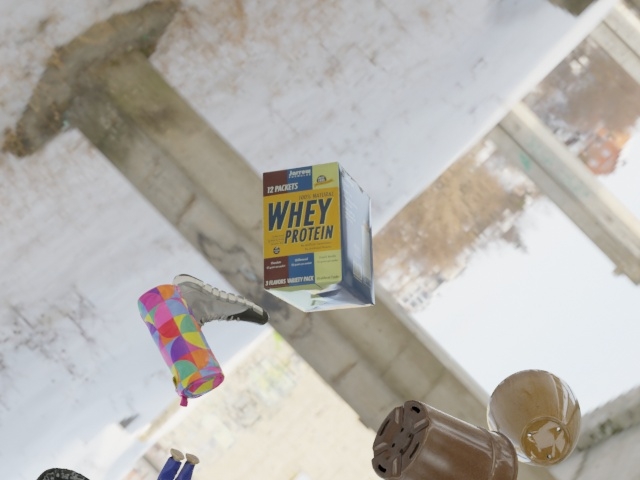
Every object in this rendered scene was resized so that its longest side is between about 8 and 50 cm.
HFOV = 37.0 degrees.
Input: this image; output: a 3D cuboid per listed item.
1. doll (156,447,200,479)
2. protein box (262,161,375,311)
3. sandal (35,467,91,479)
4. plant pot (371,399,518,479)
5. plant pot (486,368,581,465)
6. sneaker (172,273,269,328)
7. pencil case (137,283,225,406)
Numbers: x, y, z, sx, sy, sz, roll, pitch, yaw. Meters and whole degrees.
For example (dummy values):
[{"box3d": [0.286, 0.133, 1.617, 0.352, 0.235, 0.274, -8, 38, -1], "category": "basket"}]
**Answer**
[{"box3d": [-0.303, 0.510, 1.890, 0.046, 0.129, 0.189, 29, -88, 54], "category": "doll"}, {"box3d": [0.000, 0.000, 1.626, 0.136, 0.201, 0.200, -7, 163, 18], "category": "protein box"}, {"box3d": [-0.336, 0.489, 1.297, 0.107, 0.167, 0.446, -44, -139, 24], "category": "sandal"}, {"box3d": [0.175, 0.328, 1.417, 0.167, 0.165, 0.167, -45, -154, 29], "category": "plant pot"}, {"box3d": [0.532, 0.456, 2.326, 0.237, 0.237, 0.254, -45, 178, 8], "category": "plant pot"}, {"box3d": [-0.236, 0.174, 2.100, 0.086, 0.228, 0.132, 125, -14, -68], "category": "sneaker"}, {"box3d": [-0.279, 0.201, 1.882, 0.104, 0.236, 0.104, -24, 155, -12], "category": "pencil case"}]
